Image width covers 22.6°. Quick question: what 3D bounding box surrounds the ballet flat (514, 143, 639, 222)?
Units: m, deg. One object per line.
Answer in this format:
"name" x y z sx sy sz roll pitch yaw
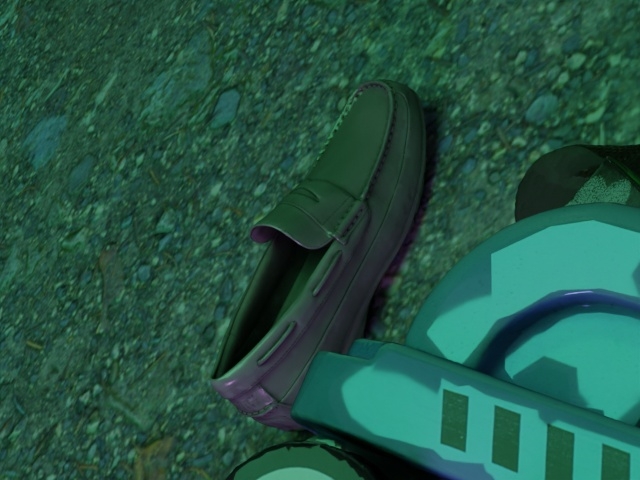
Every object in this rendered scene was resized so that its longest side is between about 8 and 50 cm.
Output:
"ballet flat" 0.232 -0.038 1.130 0.250 0.058 0.084 -17 73 53

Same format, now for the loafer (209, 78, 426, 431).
"loafer" 0.000 0.000 1.346 0.112 0.111 0.319 -4 62 52

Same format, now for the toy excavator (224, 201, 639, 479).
"toy excavator" 0.212 0.058 0.785 0.433 0.222 0.445 17 80 32

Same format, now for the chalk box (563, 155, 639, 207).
"chalk box" 0.222 0.072 0.980 0.132 0.132 0.213 -50 35 13
